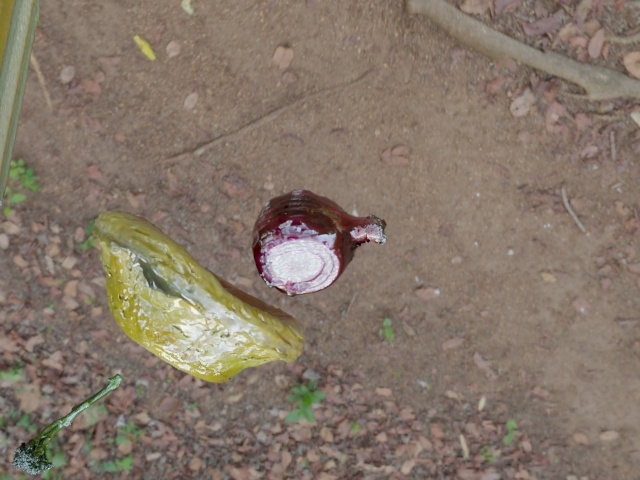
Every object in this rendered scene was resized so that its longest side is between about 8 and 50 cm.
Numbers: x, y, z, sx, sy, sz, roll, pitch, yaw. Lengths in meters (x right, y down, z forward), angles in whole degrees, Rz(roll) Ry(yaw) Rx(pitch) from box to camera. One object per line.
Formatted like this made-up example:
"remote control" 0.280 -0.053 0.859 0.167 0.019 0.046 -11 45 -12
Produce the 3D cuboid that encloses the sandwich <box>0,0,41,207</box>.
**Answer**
"sandwich" -0.301 -0.132 0.540 0.198 0.227 0.155 60 154 2

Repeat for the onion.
"onion" -0.004 -0.012 0.982 0.198 0.135 0.173 -18 144 4

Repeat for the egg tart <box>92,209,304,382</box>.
"egg tart" -0.237 0.118 1.174 0.443 0.443 0.178 35 81 -16

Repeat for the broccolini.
"broccolini" -0.373 0.263 0.976 0.052 0.194 0.054 -9 119 41
